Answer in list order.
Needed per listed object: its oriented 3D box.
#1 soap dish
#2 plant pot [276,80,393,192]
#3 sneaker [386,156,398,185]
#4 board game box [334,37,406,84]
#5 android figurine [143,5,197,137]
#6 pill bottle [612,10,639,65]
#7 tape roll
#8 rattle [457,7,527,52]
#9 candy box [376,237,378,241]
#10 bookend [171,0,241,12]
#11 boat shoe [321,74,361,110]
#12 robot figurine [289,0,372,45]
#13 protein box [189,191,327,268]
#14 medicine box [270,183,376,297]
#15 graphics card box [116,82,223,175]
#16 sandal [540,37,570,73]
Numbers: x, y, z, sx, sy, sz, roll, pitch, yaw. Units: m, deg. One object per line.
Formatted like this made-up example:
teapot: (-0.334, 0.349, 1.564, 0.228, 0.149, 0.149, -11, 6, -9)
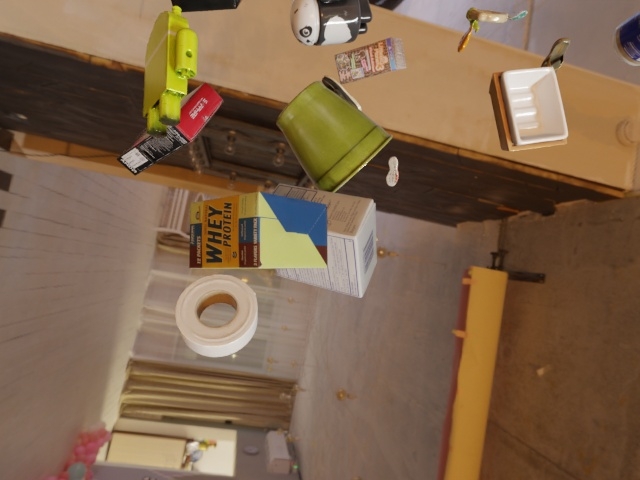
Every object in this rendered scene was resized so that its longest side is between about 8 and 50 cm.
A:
soap dish: (0.743, -0.468, 1.480, 0.118, 0.229, 0.290, 147, -67, -81)
plant pot: (0.026, -0.409, 1.600, 0.366, 0.353, 0.366, -43, -173, 6)
sneaker: (0.382, -0.361, 2.125, 0.065, 0.061, 0.157, -49, 147, -57)
board game box: (0.253, -0.890, 2.037, 0.232, 0.291, 0.141, -45, 125, -57)
android figurine: (-0.335, -0.371, 0.893, 0.248, 0.056, 0.272, -13, -105, 51)
pill bottle: (1.030, -0.646, 1.198, 0.265, 0.153, 0.153, 153, -52, -76)
tape roll: (-0.365, 0.263, 1.463, 0.100, 0.286, 0.286, 101, -6, -53)
rattle: (0.590, -0.720, 1.401, 0.130, 0.200, 0.142, -139, -133, -62)
candy box: (0.146, -0.044, 1.696, 0.109, 0.053, 0.186, -42, -116, 27)
bookend: (-0.275, -0.633, 1.017, 0.072, 0.156, 0.157, 84, 9, -45)
boat shoe: (0.080, -0.644, 1.832, 0.079, 0.233, 0.084, -41, 175, 1)
robot figurine: (0.034, -0.766, 1.411, 0.173, 0.278, 0.209, -115, -161, -46)
protein box: (-0.123, -0.010, 0.834, 0.201, 0.200, 0.135, -3, -95, 38)
medicine box: (0.000, 0.000, 1.164, 0.263, 0.289, 0.149, 80, 31, -47)
graphics card box: (-0.522, -0.377, 1.411, 0.371, 0.094, 0.232, -15, -139, 39)
sandal: (0.883, -0.674, 1.536, 0.180, 0.072, 0.049, 74, 10, -66)
